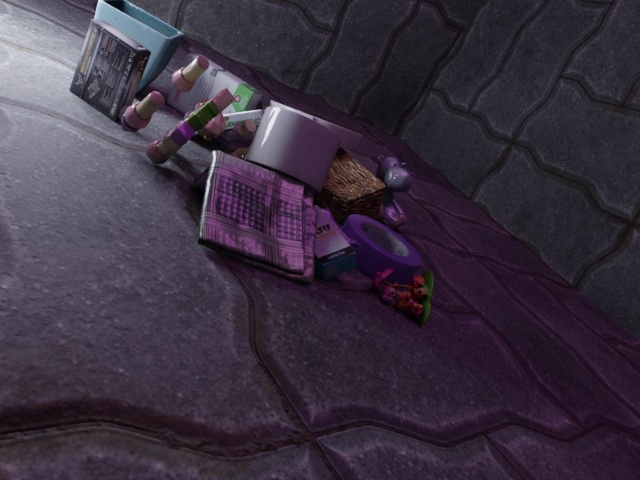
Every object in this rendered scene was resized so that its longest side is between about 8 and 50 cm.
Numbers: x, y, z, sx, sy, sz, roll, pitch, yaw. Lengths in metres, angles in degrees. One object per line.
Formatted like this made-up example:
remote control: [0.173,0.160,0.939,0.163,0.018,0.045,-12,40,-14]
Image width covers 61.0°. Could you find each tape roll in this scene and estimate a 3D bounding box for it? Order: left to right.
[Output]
tape roll: [-0.080,-0.263,1.594,0.246,0.169,0.246,23,-1,1]
tape roll: [-0.024,-0.444,2.114,0.391,0.072,0.392,20,12,-5]
tape roll: [0.186,0.029,1.751,0.274,0.090,0.275,27,22,-12]

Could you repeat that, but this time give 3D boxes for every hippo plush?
hippo plush: [0.279,-0.206,2.195,0.234,0.237,0.294,21,21,-34]

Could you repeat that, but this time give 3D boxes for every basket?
basket: [0.067,-0.163,2.013,0.213,0.223,0.299,-24,52,-27]

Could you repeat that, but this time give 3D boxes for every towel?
towel: [-0.144,-0.065,1.388,0.324,0.056,0.312,23,45,-26]

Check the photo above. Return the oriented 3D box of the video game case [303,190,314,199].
video game case: [-0.109,-0.268,1.913,0.206,0.026,0.227,47,-14,36]

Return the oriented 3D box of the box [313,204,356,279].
box: [0.000,0.000,1.528,0.100,0.060,0.244,-20,43,-16]

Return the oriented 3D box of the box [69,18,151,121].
box: [-0.622,-0.498,1.601,0.183,0.231,0.056,34,24,8]

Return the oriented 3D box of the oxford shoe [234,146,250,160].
oxford shoe: [-0.227,-0.279,1.759,0.096,0.083,0.227,35,54,27]

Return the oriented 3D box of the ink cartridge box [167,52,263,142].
ink cartridge box: [-0.395,-0.536,2.039,0.289,0.211,0.121,33,21,4]

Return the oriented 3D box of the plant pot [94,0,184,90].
plant pot: [-0.657,-0.658,1.887,0.247,0.252,0.247,27,21,-13]

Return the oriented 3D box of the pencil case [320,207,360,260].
pencil case: [0.037,-0.014,1.637,0.086,0.088,0.206,32,14,-46]

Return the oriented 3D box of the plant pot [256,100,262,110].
plant pot: [-0.341,-0.526,2.190,0.167,0.167,0.165,33,28,4]

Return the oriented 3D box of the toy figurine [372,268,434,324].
toy figurine: [0.226,0.148,1.554,0.159,0.130,0.173,14,48,-9]

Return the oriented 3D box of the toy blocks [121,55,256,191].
toy blocks: [-0.389,-0.304,1.574,0.309,0.260,0.289,50,45,-19]

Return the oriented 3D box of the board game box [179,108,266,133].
board game box: [-0.297,-0.404,1.858,0.305,0.053,0.193,-3,12,19]

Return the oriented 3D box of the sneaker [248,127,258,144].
sneaker: [-0.188,-0.420,2.195,0.127,0.126,0.321,35,20,4]
